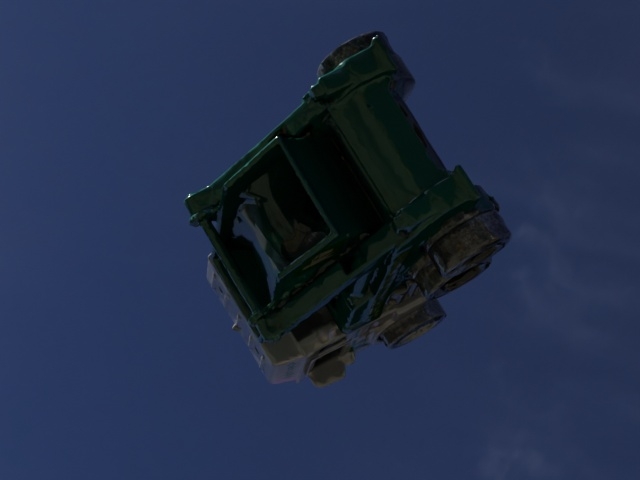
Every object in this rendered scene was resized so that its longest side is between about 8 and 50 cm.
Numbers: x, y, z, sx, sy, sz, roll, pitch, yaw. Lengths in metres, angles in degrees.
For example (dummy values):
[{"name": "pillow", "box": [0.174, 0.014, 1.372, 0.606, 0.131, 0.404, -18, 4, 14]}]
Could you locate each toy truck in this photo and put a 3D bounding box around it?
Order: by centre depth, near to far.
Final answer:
[{"name": "toy truck", "box": [0.000, 0.000, 0.733, 0.110, 0.116, 0.216, 59, -15, 13]}]
